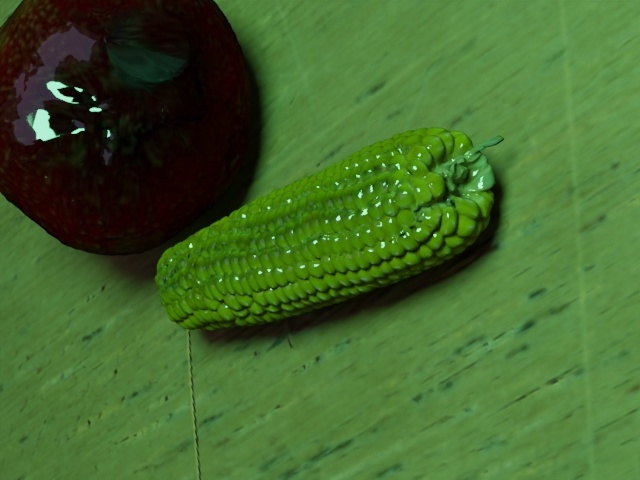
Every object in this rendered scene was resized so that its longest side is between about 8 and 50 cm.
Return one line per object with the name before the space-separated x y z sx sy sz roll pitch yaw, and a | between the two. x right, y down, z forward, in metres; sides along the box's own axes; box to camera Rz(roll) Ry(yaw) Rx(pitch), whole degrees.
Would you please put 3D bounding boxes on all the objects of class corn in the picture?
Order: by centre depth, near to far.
corn | 0.000 0.000 1.062 0.310 0.101 0.101 -23 68 33

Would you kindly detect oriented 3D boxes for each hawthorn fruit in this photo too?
hawthorn fruit | -0.179 -0.127 1.179 0.230 0.210 0.266 -66 33 19
